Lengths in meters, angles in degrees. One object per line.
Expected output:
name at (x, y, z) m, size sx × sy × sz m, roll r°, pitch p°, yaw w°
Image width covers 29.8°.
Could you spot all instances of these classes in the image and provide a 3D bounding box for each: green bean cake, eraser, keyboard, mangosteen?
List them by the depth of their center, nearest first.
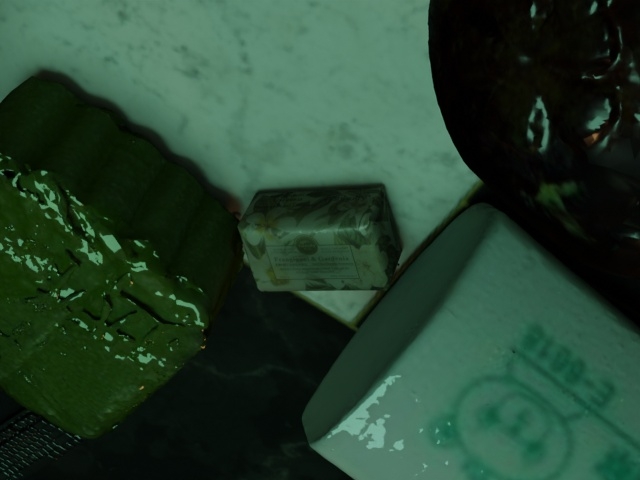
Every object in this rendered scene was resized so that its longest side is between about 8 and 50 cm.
mangosteen at (0.192, -0.096, 0.547) m, size 0.289 × 0.231 × 0.231 m, roll -5°, pitch 141°, yaw -28°
eraser at (0.155, 0.134, 0.776) m, size 0.290 × 0.104 × 0.189 m, roll 38°, pitch 99°, yaw -14°
green bean cake at (-0.174, 0.017, 0.821) m, size 0.200 × 0.113 × 0.214 m, roll 39°, pitch 131°, yaw -11°
keyboard at (-0.244, 0.169, 1.045) m, size 0.060 × 0.018 × 0.195 m, roll 40°, pitch 132°, yaw -19°

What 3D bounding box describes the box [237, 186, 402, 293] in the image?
box at (0.000, 0.000, 0.787) m, size 0.098 × 0.045 × 0.062 m, roll -3°, pitch 127°, yaw 24°
